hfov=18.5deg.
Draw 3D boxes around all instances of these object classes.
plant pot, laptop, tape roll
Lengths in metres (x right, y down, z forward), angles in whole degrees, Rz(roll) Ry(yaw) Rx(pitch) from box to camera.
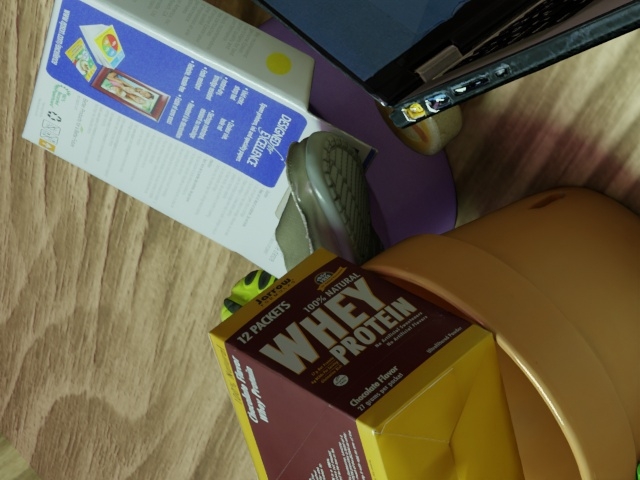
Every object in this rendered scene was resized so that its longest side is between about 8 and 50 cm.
[{"bbox_3d":[0.181,0.088,1.635,0.291,0.203,0.291,38,150,26],"label":"plant pot"},{"bbox_3d":[0.140,-0.262,1.055,0.236,0.382,0.408,56,154,-8],"label":"laptop"},{"bbox_3d":[0.001,-0.078,1.858,0.275,0.090,0.274,38,150,26],"label":"tape roll"}]

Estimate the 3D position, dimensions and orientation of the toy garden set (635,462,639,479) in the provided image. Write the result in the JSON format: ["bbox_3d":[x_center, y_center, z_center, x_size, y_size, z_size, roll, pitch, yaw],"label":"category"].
[{"bbox_3d":[0.322,0.301,1.791,0.244,0.049,0.203,47,162,38],"label":"toy garden set"}]

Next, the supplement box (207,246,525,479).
[{"bbox_3d":[0.040,0.142,1.554,0.194,0.129,0.191,27,144,42],"label":"supplement box"}]

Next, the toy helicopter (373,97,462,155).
[{"bbox_3d":[0.001,-0.222,1.627,0.355,0.140,0.235,58,157,-15],"label":"toy helicopter"}]

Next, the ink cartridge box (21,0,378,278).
[{"bbox_3d":[-0.111,-0.108,1.785,0.307,0.072,0.303,27,152,-3],"label":"ink cartridge box"}]

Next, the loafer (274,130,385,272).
[{"bbox_3d":[0.000,0.000,1.687,0.087,0.094,0.251,-3,144,12],"label":"loafer"}]

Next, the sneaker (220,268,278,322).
[{"bbox_3d":[0.027,0.113,2.069,0.295,0.109,0.123,26,166,41],"label":"sneaker"}]
